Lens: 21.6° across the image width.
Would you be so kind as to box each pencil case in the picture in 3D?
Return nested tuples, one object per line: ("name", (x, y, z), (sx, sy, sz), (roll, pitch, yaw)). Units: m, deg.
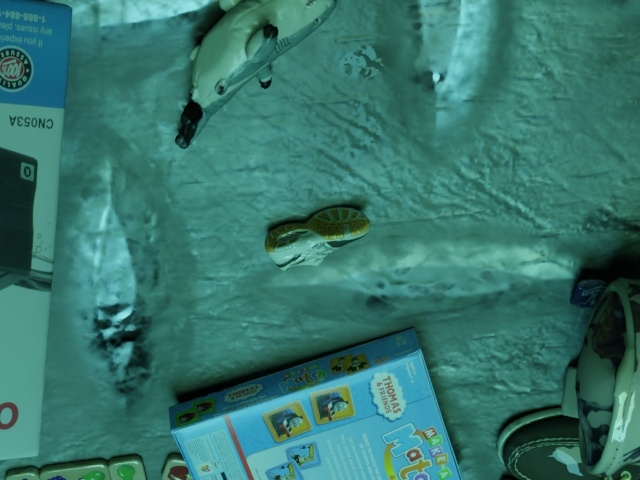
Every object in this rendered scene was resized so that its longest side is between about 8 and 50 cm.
("pencil case", (0.402, 0.113, 1.328), (0.410, 0.183, 0.159), (2, 95, -7))

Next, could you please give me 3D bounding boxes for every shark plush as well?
("shark plush", (-0.053, -0.119, 1.201), (0.067, 0.073, 0.161), (5, 123, -45))

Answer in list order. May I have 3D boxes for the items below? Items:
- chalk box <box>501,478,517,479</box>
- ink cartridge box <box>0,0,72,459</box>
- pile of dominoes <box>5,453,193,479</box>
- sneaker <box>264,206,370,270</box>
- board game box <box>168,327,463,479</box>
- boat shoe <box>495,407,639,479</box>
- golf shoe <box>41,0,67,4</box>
("chalk box", (0.286, 0.340, 1.452), (0.289, 0.179, 0.180), (7, 123, -9))
("ink cartridge box", (-0.290, -0.010, 1.073), (0.223, 0.129, 0.307), (1, 95, -49))
("pile of dominoes", (-0.154, 0.294, 1.469), (0.196, 0.040, 0.251), (-8, 124, 1))
("sneaker", (0.000, 0.000, 1.299), (0.083, 0.032, 0.037), (-13, 137, 10))
("board game box", (0.000, 0.174, 1.396), (0.212, 0.039, 0.160), (-17, 123, 2))
("boat shoe", (0.263, 0.196, 1.421), (0.228, 0.068, 0.081), (7, 122, -10))
("golf shoe", (-0.154, -0.266, 1.081), (0.120, 0.105, 0.273), (23, 126, -36))
